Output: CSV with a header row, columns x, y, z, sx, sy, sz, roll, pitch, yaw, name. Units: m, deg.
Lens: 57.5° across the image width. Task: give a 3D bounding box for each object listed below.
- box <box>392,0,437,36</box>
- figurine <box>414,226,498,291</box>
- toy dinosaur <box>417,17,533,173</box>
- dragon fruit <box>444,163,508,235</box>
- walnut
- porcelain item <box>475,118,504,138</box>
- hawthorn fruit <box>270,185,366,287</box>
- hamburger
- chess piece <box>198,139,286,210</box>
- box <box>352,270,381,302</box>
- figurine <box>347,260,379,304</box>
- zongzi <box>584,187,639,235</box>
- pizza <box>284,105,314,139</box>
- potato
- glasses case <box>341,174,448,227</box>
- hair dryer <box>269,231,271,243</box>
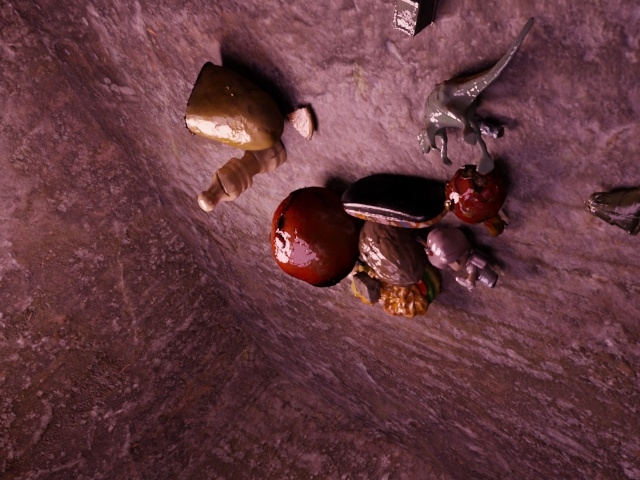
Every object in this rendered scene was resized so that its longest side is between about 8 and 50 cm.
x,y,z,sx,sy,sz,roll,pitch,yaw,name
0.168,-0.417,1.040,0.060,0.063,0.085,36,154,19,box
0.342,0.037,1.452,0.229,0.137,0.112,36,123,9,figurine
0.270,-0.244,1.088,0.393,0.092,0.206,104,156,-54,toy dinosaur
0.350,-0.076,1.264,0.246,0.125,0.125,39,-164,-42,dragon fruit
0.200,0.031,1.574,0.230,0.178,0.178,58,169,38,walnut
0.321,-0.224,1.153,0.083,0.028,0.036,30,-172,33,porcelain item
-0.015,-0.006,1.733,0.316,0.316,0.316,35,155,19,hawthorn fruit
0.238,0.139,1.738,0.237,0.149,0.237,33,154,19,hamburger
-0.245,-0.194,1.748,0.124,0.307,0.138,49,155,-10,chess piece
0.135,0.134,1.692,0.098,0.045,0.062,36,144,61,box
0.122,0.101,1.894,0.246,0.131,0.156,41,-169,2,figurine
0.536,-0.079,1.037,0.109,0.055,0.119,33,142,27,zongzi
-0.044,-0.330,1.565,0.100,0.029,0.099,41,148,0,pizza
-0.219,-0.352,1.618,0.265,0.229,0.229,21,151,12,potato
0.183,-0.100,1.460,0.321,0.122,0.082,14,142,48,glasses case
-0.083,0.055,2.197,0.271,0.091,0.235,41,166,-2,hair dryer
